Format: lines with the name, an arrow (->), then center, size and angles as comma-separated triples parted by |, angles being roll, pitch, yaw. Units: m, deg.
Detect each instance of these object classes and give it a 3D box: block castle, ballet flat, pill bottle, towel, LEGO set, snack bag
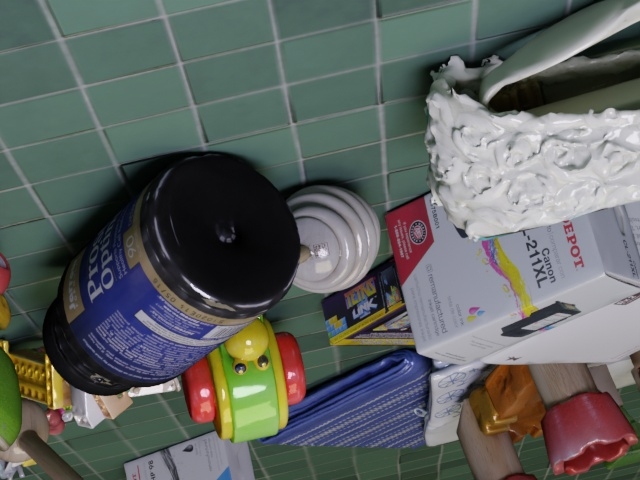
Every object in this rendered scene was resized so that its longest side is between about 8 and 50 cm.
block castle -> 0.390, 0.177, 1.597 | 0.453, 0.213, 0.303 | -11, 153, -19
ballet flat -> 0.254, -0.106, 0.980 | 0.408, 0.147, 0.147 | -16, 160, 11
pill bottle -> -0.118, 0.035, 1.131 | 0.122, 0.123, 0.219 | 1, 155, -35
towel -> 0.104, 0.188, 1.830 | 0.243, 0.040, 0.336 | -29, 157, 31
LEGO set -> -0.228, 0.144, 1.371 | 0.107, 0.132, 0.287 | -8, 155, -40
snack bag -> 0.265, 0.154, 1.769 | 0.323, 0.037, 0.342 | -17, 159, -7

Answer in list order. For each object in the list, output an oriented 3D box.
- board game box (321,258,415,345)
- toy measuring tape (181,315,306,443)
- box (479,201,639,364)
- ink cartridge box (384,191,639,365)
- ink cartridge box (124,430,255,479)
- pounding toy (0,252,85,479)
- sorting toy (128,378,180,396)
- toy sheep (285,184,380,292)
board game box -> 0.110, 0.054, 1.439 | 0.170, 0.048, 0.141 | 4, 156, -40
toy measuring tape -> -0.079, 0.152, 1.486 | 0.121, 0.121, 0.330 | -9, 160, -11
box -> 0.244, 0.024, 1.337 | 0.182, 0.119, 0.181 | 4, 155, -39
ink cartridge box -> 0.151, 0.007, 1.221 | 0.175, 0.127, 0.072 | -27, 154, 31
ink cartridge box -> -0.168, 0.303, 1.848 | 0.180, 0.104, 0.060 | -22, 158, 22
pounding toy -> -0.255, 0.076, 1.156 | 0.237, 0.110, 0.183 | 45, 161, -27
sorting toy -> -0.181, 0.127, 1.463 | 0.083, 0.045, 0.075 | -8, 178, -14
toy sheep -> 0.000, 0.000, 1.164 | 0.091, 0.091, 0.132 | -23, -171, 25
